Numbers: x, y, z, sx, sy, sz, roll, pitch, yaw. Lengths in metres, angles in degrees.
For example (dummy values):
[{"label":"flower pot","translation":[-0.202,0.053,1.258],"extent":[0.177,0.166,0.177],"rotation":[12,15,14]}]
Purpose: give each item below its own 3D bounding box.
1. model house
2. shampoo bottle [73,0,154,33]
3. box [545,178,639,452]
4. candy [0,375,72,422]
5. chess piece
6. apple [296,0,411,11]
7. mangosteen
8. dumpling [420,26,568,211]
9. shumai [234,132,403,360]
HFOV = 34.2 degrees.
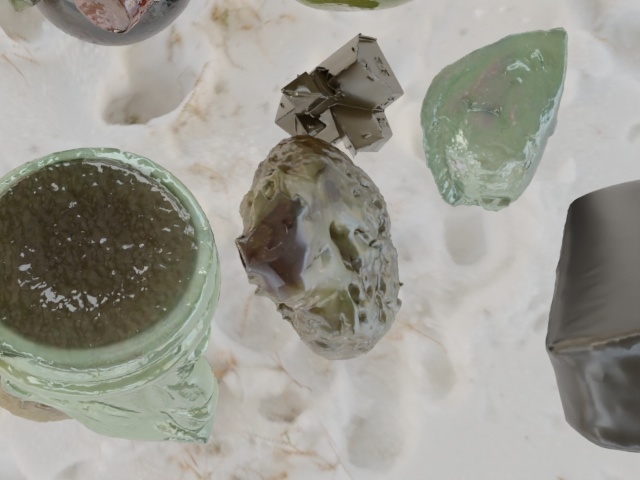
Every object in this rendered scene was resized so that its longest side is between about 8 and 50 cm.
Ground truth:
[{"label":"model house","translation":[0.012,-0.215,1.650],"extent":[0.181,0.248,0.176],"rotation":[-35,78,28]},{"label":"shampoo bottle","translation":[-0.113,-0.282,0.883],"extent":[0.064,0.102,0.260],"rotation":[29,64,6]},{"label":"box","translation":[0.258,0.006,0.483],"extent":[0.290,0.289,0.073],"rotation":[-9,104,18]},{"label":"candy","translation":[-0.347,0.111,1.362],"extent":[0.260,0.118,0.259],"rotation":[24,53,-35]},{"label":"chess piece","translation":[-0.162,0.076,0.776],"extent":[0.176,0.298,0.175],"rotation":[2,60,-4]},{"label":"apple","translation":[0.066,-0.520,1.589],"extent":[0.358,0.357,0.357],"rotation":[-1,96,-13]},{"label":"mangosteen","translation":[-0.329,-0.445,1.578],"extent":[0.311,0.311,0.311],"rotation":[-1,96,-13]},{"label":"dumpling","translation":[0.186,-0.130,1.089],"extent":[0.105,0.149,0.216],"rotation":[31,107,29]},{"label":"shumai","translation":[0.001,-0.001,1.479],"extent":[0.217,0.283,0.345],"rotation":[-11,83,1]}]
